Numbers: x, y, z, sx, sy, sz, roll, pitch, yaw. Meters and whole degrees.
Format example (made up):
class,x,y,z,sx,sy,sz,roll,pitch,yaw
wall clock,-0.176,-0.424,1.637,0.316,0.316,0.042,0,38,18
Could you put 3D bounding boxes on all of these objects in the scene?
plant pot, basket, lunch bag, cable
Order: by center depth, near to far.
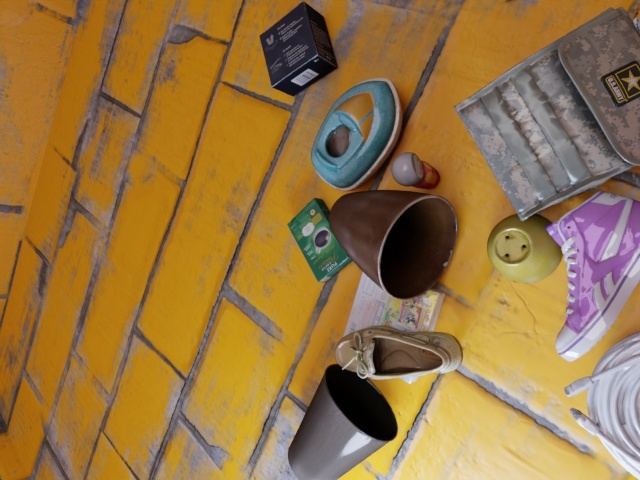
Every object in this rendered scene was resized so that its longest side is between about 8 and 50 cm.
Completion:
class,x,y,z,sx,sy,sz,roll,pitch,yaw
cable,0.554,0.260,0.699,0.257,0.089,0.257,-50,62,22
lunch bag,0.414,-0.202,0.760,0.287,0.169,0.235,-31,85,30
plant pot,0.363,0.011,0.846,0.134,0.095,0.134,-3,85,36
plant pot,0.128,-0.021,0.972,0.230,0.215,0.215,30,106,49
basket,0.032,0.430,1.035,0.204,0.154,0.227,46,117,30

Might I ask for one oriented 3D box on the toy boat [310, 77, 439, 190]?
class,x,y,z,sx,sy,sz,roll,pitch,yaw
toy boat,0.116,-0.209,1.005,0.318,0.148,0.267,40,110,31

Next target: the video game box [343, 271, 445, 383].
class,x,y,z,sx,sy,sz,roll,pitch,yaw
video game box,0.155,0.177,1.018,0.187,0.048,0.205,23,101,36

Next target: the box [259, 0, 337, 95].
class,x,y,z,sx,sy,sz,roll,pitch,yaw
box,-0.058,-0.484,1.180,0.156,0.093,0.158,-22,76,33

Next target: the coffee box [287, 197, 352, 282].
class,x,y,z,sx,sy,sz,roll,pitch,yaw
coffee box,0.000,0.000,1.144,0.113,0.040,0.184,-43,64,27

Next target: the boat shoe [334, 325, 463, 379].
class,x,y,z,sx,sy,sz,roll,pitch,yaw
boat shoe,0.139,0.229,0.944,0.285,0.089,0.104,-13,81,34

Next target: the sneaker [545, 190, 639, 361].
class,x,y,z,sx,sy,sz,roll,pitch,yaw
sneaker,0.437,0.052,0.780,0.161,0.102,0.282,31,94,22
